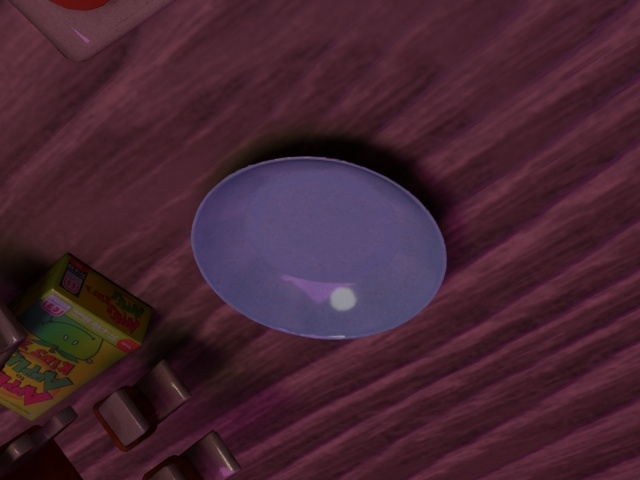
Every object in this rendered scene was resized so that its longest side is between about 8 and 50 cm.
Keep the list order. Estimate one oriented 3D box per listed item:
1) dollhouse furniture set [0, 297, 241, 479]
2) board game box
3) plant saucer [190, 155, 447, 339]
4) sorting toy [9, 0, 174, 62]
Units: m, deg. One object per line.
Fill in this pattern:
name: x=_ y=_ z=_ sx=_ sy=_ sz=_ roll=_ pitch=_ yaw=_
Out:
dollhouse furniture set: x=-0.240 y=0.180 z=0.802 sx=0.259 sy=0.262 sz=0.135 roll=53 pitch=130 yaw=5
board game box: x=-0.242 y=0.091 z=0.901 sx=0.092 sy=0.043 sz=0.181 roll=37 pitch=129 yaw=-25
plant saucer: x=0.000 y=0.000 z=0.774 sx=0.194 sy=0.037 sz=0.195 roll=5 pitch=136 yaw=5
sorting toy: x=-0.171 y=-0.249 z=0.552 sx=0.229 sy=0.041 sz=0.307 roll=-24 pitch=126 yaw=29
